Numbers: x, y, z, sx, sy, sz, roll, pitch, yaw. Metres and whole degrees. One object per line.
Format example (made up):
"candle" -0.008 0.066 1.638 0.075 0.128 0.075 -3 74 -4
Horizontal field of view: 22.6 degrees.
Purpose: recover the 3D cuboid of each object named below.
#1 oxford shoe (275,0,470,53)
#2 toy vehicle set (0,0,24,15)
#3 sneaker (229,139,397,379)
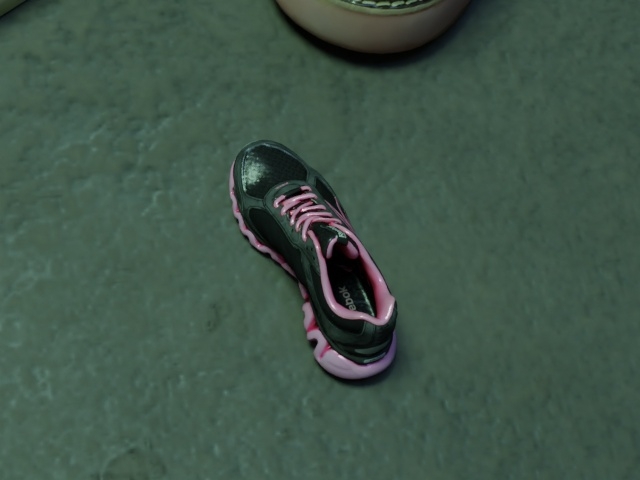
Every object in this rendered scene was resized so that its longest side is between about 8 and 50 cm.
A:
"oxford shoe" 0.082 -0.284 0.784 0.140 0.146 0.397 15 64 1
"toy vehicle set" -0.166 -0.198 0.769 0.267 0.035 0.166 -38 77 -22
"sneaker" 0.000 0.000 0.696 0.047 0.057 0.119 -27 71 -17
